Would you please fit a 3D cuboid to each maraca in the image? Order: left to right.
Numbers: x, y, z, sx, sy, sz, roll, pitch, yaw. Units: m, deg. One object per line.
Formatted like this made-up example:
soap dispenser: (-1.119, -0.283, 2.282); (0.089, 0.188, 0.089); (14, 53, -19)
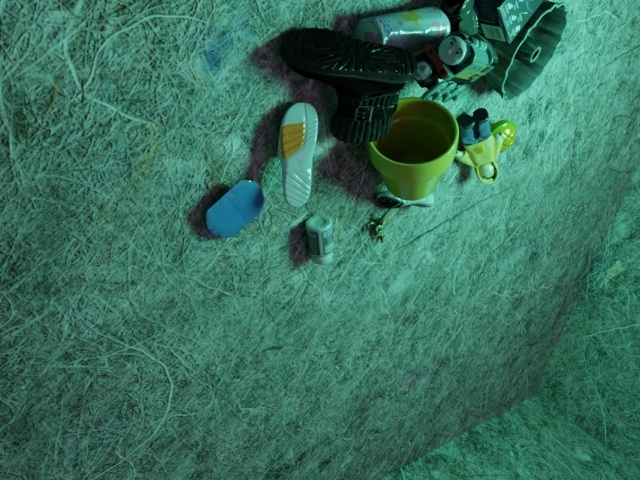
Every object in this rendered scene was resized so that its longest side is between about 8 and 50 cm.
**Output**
maraca: (0.638, -0.358, 2.076); (0.127, 0.099, 0.185); (-16, 149, -15)

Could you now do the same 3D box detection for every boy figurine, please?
boy figurine: (0.546, -0.313, 1.995); (0.177, 0.092, 0.285); (-18, 130, 10)

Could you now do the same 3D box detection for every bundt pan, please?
bundt pan: (0.636, -0.619, 1.841); (0.331, 0.124, 0.330); (-38, 152, -24)

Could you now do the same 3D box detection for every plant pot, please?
plant pot: (0.267, -0.248, 1.691); (0.254, 0.254, 0.239); (-43, 154, -15)

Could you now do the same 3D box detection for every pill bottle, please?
pill bottle: (0.000, 0.000, 1.704); (0.078, 0.078, 0.137); (-29, 133, -28)

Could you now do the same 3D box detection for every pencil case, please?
pencil case: (0.216, -0.544, 1.528); (0.273, 0.113, 0.124); (-22, 156, -34)

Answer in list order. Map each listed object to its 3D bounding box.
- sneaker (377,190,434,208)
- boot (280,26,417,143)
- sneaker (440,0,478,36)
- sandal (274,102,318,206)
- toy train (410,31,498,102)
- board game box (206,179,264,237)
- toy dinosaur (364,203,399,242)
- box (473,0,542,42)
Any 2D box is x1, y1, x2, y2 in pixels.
sneaker: (0.276, -0.150, 1.885); (0.237, 0.085, 0.086); (-3, 82, -36)
boot: (0.050, -0.375, 1.460); (0.348, 0.131, 0.260); (9, 148, -13)
sneaker: (0.374, -0.633, 1.590); (0.130, 0.109, 0.286); (-51, 151, -34)
sandal: (-0.073, -0.221, 1.484); (0.102, 0.076, 0.265); (-1, 103, -29)
toy train: (0.354, -0.471, 1.542); (0.190, 0.142, 0.334); (-33, 173, 30)
board game box: (-0.222, -0.085, 1.469); (0.169, 0.033, 0.133); (-43, 143, -7)
toy dinosaur: (0.195, -0.056, 1.877); (0.093, 0.053, 0.183); (-33, 153, -32)
box: (0.548, -0.736, 1.680); (0.270, 0.165, 0.143); (-52, 139, -4)
